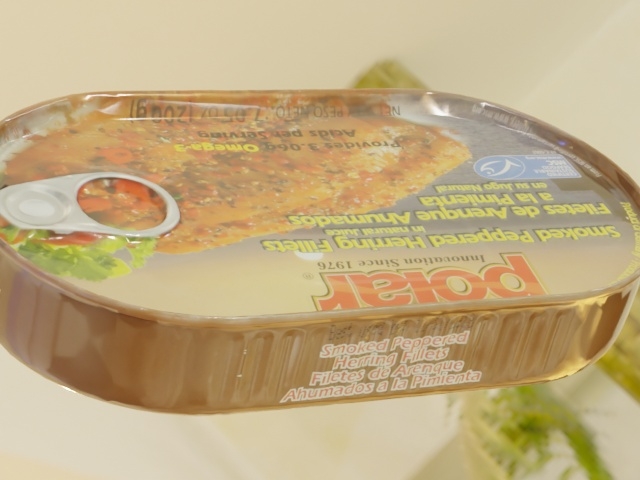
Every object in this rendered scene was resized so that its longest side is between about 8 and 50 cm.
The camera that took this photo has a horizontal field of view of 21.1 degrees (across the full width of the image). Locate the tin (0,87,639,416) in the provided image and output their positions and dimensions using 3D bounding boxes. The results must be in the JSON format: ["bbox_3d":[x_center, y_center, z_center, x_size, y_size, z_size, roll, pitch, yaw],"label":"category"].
[{"bbox_3d":[0.000,0.000,0.455,0.189,0.106,0.040,-2,-59,-25],"label":"tin"}]
